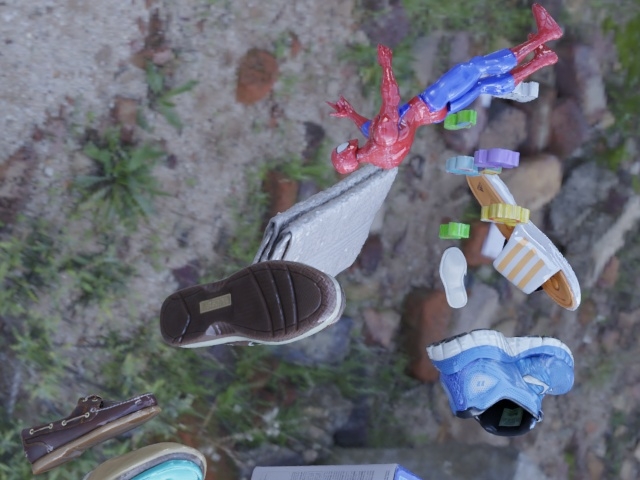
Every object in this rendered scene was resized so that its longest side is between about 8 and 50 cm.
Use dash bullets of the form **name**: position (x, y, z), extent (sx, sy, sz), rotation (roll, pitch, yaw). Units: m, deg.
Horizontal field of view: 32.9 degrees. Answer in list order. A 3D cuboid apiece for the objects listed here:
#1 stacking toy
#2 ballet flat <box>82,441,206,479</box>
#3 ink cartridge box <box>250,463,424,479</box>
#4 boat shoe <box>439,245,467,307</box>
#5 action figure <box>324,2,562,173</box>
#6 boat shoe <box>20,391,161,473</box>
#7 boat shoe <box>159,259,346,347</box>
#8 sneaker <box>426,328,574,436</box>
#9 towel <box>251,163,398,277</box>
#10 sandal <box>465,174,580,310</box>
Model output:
- **stacking toy**: position (0.192, -0.094, 1.325), extent (0.052, 0.221, 0.167), rotation (8, 82, -17)
- **ballet flat**: position (-0.162, 0.206, 0.769), extent (0.080, 0.073, 0.232), rotation (22, 116, -34)
- **ink cartridge box**: position (0.038, 0.504, 1.710), extent (0.151, 0.395, 0.270), rotation (35, 58, -34)
- **boat shoe**: position (0.224, 0.055, 1.820), extent (0.046, 0.038, 0.125), rotation (-12, 126, 7)
- **action figure**: position (0.111, -0.179, 1.190), extent (0.280, 0.139, 0.091), rotation (-35, 156, -9)
- **boat shoe**: position (-0.323, 0.252, 1.505), extent (0.207, 0.073, 0.073), rotation (-25, 163, 6)
- **boat shoe**: position (-0.066, 0.077, 1.255), extent (0.095, 0.257, 0.095), rotation (14, 74, -51)
- **sneaker**: position (0.276, 0.220, 1.609), extent (0.330, 0.130, 0.147), rotation (9, 66, -48)
- **towel**: position (0.000, 0.000, 1.478), extent (0.282, 0.049, 0.187), rotation (-33, 155, -47)
- **sandal**: position (0.272, 0.007, 1.569), extent (0.076, 0.265, 0.102), rotation (-31, 159, -13)
